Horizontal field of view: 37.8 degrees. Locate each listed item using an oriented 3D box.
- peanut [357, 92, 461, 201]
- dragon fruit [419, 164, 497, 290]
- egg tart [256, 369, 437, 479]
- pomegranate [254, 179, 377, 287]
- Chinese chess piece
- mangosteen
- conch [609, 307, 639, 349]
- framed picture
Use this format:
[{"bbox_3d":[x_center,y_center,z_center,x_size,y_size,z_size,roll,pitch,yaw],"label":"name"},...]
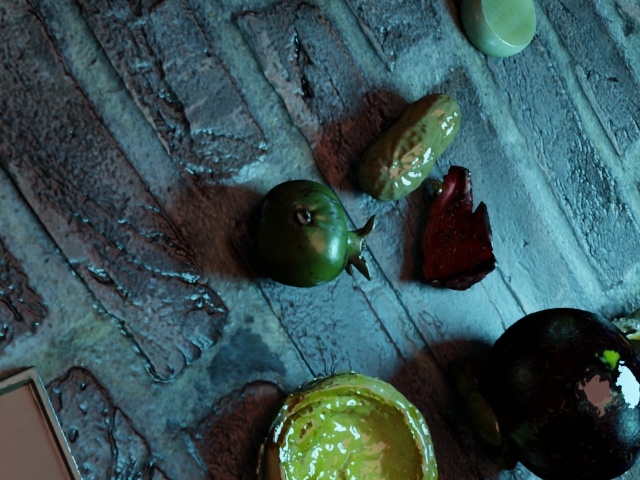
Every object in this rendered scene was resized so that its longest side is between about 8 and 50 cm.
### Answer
[{"bbox_3d":[0.141,-0.144,1.423,0.095,0.108,0.226,49,57,-10],"label":"peanut"},{"bbox_3d":[0.204,-0.023,1.439,0.092,0.122,0.192,5,80,-17],"label":"dragon fruit"},{"bbox_3d":[0.032,0.314,1.275,0.279,0.095,0.278,7,75,-27],"label":"egg tart"},{"bbox_3d":[0.000,0.000,1.291,0.191,0.131,0.152,22,66,-36],"label":"pomegranate"},{"bbox_3d":[0.305,-0.386,1.607,0.144,0.058,0.144,8,77,-34],"label":"Chinese chess piece"},{"bbox_3d":[0.355,0.238,1.406,0.288,0.288,0.288,7,77,-32],"label":"mangosteen"},{"bbox_3d":[0.573,0.184,1.629,0.207,0.130,0.155,2,66,-19],"label":"conch"},{"bbox_3d":[-0.413,0.305,1.024,0.315,0.024,0.232,-23,94,-35],"label":"framed picture"}]
